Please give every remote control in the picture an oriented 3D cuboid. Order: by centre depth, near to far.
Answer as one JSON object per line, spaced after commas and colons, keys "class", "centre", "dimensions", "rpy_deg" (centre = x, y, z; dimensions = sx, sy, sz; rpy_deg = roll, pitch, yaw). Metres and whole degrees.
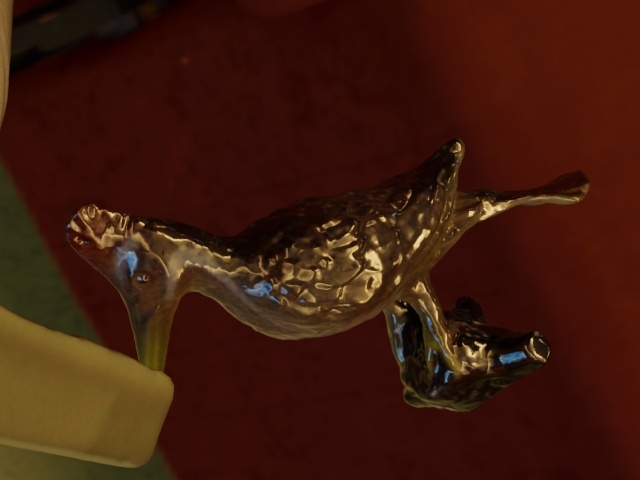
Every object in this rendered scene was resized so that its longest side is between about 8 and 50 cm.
{"class": "remote control", "centre": [-0.132, -0.001, 0.312], "dimensions": [0.038, 0.123, 0.285], "rpy_deg": [-70, 156, -6]}

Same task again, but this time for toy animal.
{"class": "toy animal", "centre": [0.004, 0.010, 0.691], "dimensions": [0.202, 0.070, 0.105], "rpy_deg": [6, 93, -24]}

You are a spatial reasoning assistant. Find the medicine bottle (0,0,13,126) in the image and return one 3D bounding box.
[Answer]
{"class": "medicine bottle", "centre": [-0.257, -0.142, 0.852], "dimensions": [0.245, 0.245, 0.306], "rpy_deg": [34, 29, -29]}
